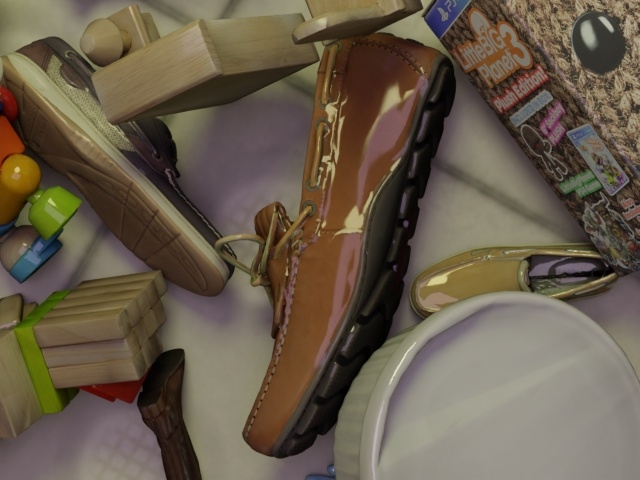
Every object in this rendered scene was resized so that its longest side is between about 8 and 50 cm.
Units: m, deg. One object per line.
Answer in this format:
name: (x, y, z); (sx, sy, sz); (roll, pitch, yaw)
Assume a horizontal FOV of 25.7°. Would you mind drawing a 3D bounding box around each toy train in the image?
toy train: (-0.261, -0.059, 1.187); (0.143, 0.248, 0.105); (42, 54, -6)

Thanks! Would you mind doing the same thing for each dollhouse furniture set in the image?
dollhouse furniture set: (-0.130, -0.292, 1.145); (0.303, 0.174, 0.355); (-20, 91, 31)

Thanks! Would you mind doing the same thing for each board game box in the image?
board game box: (0.274, -0.159, 1.176); (0.232, 0.141, 0.291); (-36, 87, -16)

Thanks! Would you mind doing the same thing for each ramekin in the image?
ramekin: (0.135, 0.179, 1.167); (0.273, 0.127, 0.272); (2, 86, -24)

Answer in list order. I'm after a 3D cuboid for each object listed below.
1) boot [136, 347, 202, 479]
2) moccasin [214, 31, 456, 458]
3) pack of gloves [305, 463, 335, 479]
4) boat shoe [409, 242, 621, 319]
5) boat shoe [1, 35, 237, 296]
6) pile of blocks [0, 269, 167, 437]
boot: (-0.128, 0.167, 1.257); (0.037, 0.106, 0.114); (-11, 116, 18)
moccasin: (-0.001, 0.000, 1.215); (0.147, 0.139, 0.380); (15, 92, 17)
pack of gloves: (0.067, 0.315, 1.244); (0.232, 0.046, 0.195); (17, 88, 3)
boat shoe: (0.172, 0.033, 1.235); (0.190, 0.072, 0.068); (-13, 87, 2)
boat shoe: (-0.171, -0.073, 1.243); (0.285, 0.103, 0.092); (43, 58, 3)
pile of blocks: (-0.299, 0.132, 1.228); (0.362, 0.149, 0.112); (-16, 107, -3)
